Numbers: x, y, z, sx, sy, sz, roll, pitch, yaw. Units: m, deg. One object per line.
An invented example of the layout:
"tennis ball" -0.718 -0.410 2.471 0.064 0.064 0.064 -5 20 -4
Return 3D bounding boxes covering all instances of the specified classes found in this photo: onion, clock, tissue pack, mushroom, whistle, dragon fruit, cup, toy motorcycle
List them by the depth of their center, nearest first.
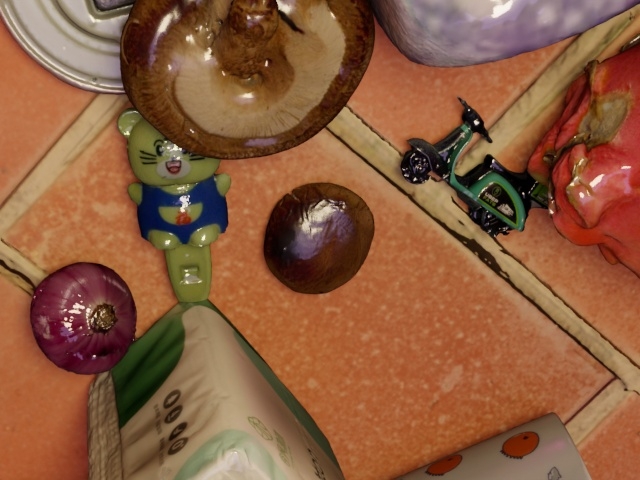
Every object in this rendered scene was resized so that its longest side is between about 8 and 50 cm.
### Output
"mushroom" -0.067 -0.178 1.141 0.231 0.138 0.194 -16 143 -1
"clock" -0.185 -0.254 1.165 0.244 0.056 0.245 -4 114 -8
"dragon fruit" 0.339 -0.097 1.196 0.225 0.305 0.306 20 108 -14
"tissue pack" -0.090 0.246 1.231 0.194 0.356 0.266 -37 113 3
"whistle" -0.139 -0.041 1.247 0.105 0.085 0.228 -5 114 -4
"onion" -0.243 0.079 1.277 0.115 0.104 0.115 3 86 -46
"toy motorcycle" 0.165 -0.071 1.302 0.173 0.058 0.100 32 97 -22
"mushroom" 0.000 0.000 1.307 0.123 0.052 0.123 -5 114 -12
"cup" 0.154 0.347 1.390 0.317 0.212 0.212 -22 114 1

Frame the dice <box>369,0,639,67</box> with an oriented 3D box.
"dice" 0.145 -0.324 1.073 0.271 0.270 0.270 -22 115 0
